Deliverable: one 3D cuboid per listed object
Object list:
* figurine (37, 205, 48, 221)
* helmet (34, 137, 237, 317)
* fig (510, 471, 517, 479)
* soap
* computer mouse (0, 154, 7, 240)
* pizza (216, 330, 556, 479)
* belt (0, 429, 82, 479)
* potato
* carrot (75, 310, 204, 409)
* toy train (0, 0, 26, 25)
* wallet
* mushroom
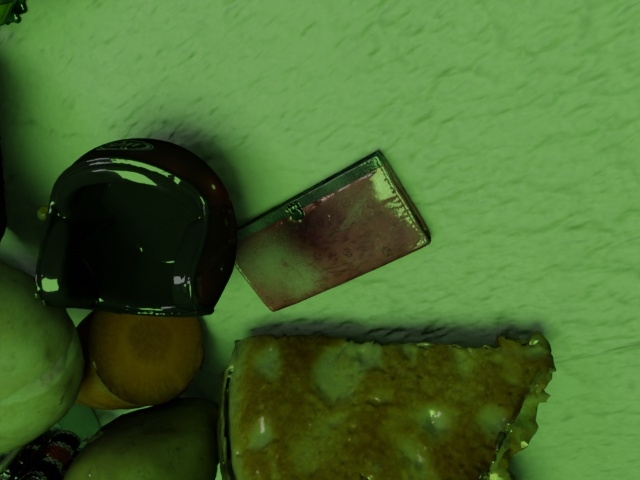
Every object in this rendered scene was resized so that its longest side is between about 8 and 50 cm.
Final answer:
[{"bbox_3d":[-0.308,0.000,0.734,0.101,0.068,0.143,27,134,5],"label":"figurine"},{"bbox_3d":[-0.185,-0.005,0.613,0.189,0.193,0.216,1,126,10],"label":"helmet"},{"bbox_3d":[0.147,0.372,0.717,0.230,0.207,0.207,-27,107,33],"label":"fig"},{"bbox_3d":[-0.445,0.325,0.937,0.145,0.091,0.231,22,121,0],"label":"soap"},{"bbox_3d":[-0.436,-0.078,0.655,0.087,0.168,0.295,6,126,-10],"label":"computer mouse"},{"bbox_3d":[0.089,0.242,0.625,0.406,0.440,0.130,-26,138,0],"label":"pizza"},{"bbox_3d":[-0.491,0.375,0.869,0.359,0.094,0.126,-25,112,26],"label":"belt"},{"bbox_3d":[-0.211,0.281,0.737,0.191,0.296,0.141,-30,80,2],"label":"potato"},{"bbox_3d":[-0.277,0.159,0.779,0.225,0.159,0.159,-28,107,42],"label":"carrot"},{"bbox_3d":[-0.395,-0.318,0.530,0.272,0.159,0.188,47,127,-11],"label":"toy train"},{"bbox_3d":[0.000,0.000,0.660,0.232,0.025,0.119,-26,108,28],"label":"wallet"},{"bbox_3d":[-0.378,0.120,0.617,0.254,0.184,0.255,3,117,6],"label":"mushroom"}]
